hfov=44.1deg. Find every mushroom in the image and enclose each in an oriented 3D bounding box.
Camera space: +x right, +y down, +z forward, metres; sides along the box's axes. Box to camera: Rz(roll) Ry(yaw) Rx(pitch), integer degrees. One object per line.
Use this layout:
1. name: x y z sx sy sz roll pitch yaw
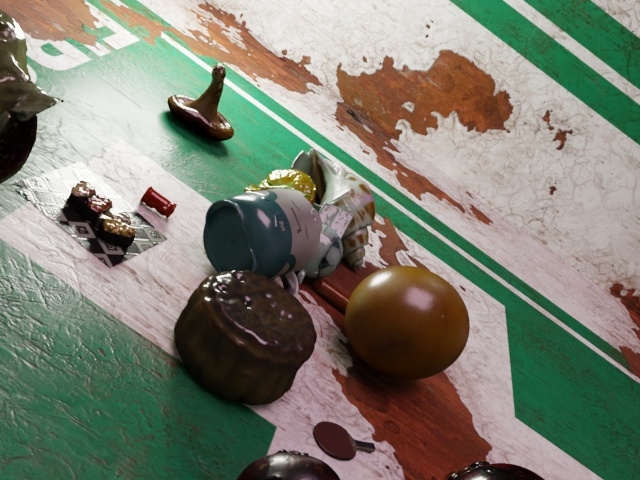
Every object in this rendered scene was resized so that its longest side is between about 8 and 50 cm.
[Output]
1. mushroom: -0.329 -0.428 2.406 0.227 0.217 0.148 28 25 -21

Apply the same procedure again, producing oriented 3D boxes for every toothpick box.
1. toothpick box: -0.395 -0.093 1.934 0.083 0.047 0.047 34 24 -9

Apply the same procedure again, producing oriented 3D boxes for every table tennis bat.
1. table tennis bat: 0.051 0.427 1.670 0.158 0.014 0.095 19 29 -31

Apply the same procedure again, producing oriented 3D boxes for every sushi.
1. sushi: -0.499 -0.082 1.769 0.290 0.050 0.264 40 24 6

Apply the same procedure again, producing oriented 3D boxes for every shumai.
1. shumai: -0.714 -0.273 1.559 0.348 0.395 0.395 57 22 -10

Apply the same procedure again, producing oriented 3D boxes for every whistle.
1. whistle: 0.000 0.000 2.135 0.163 0.163 0.290 33 62 -10

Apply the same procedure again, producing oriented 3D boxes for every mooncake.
1. mooncake: -0.152 0.191 1.629 0.290 0.161 0.290 29 25 -15

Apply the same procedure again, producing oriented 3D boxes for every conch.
1. conch: 0.042 -0.097 2.368 0.249 0.197 0.368 -8 50 -30

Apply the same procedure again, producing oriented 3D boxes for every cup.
1. cup: -0.138 0.019 1.920 0.257 0.219 0.290 -14 87 -60

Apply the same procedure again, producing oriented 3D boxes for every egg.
1. egg: 0.219 0.204 1.963 0.351 0.282 0.282 13 34 -48

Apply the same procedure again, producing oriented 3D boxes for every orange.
1. orange: -0.118 -0.101 2.190 0.179 0.158 0.237 20 24 9

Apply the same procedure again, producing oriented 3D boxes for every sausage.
1. sausage: 0.039 0.149 2.110 0.131 0.039 0.041 38 26 -1

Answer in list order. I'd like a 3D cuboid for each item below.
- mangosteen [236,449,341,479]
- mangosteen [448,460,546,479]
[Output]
1. mangosteen: -0.053 0.445 1.287 0.210 0.210 0.210 30 25 -16
2. mangosteen: 0.337 0.575 1.490 0.311 0.311 0.311 30 25 -16
